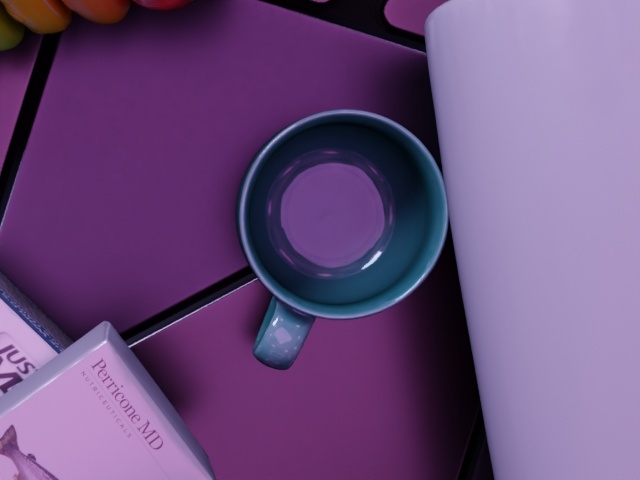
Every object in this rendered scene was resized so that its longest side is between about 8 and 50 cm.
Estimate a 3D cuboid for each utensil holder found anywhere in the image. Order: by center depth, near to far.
[{"bbox_3d":[0.243,0.031,0.820,0.327,0.327,0.385,-10,91,-6],"label":"utensil holder"}]

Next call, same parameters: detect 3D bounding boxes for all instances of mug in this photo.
[{"bbox_3d":[-0.001,-0.010,0.904,0.158,0.097,0.129,-32,95,-4],"label":"mug"}]

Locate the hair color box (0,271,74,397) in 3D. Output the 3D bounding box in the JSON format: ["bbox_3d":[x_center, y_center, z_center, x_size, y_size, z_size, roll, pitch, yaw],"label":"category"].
[{"bbox_3d":[-0.282,0.186,0.876,0.347,0.105,0.174,-44,97,-3],"label":"hair color box"}]

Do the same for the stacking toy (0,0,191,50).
[{"bbox_3d":[-0.211,-0.172,0.855,0.302,0.175,0.166,-25,110,6],"label":"stacking toy"}]

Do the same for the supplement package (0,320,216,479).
[{"bbox_3d":[-0.160,0.141,0.784,0.179,0.105,0.105,-37,96,-5],"label":"supplement package"}]
